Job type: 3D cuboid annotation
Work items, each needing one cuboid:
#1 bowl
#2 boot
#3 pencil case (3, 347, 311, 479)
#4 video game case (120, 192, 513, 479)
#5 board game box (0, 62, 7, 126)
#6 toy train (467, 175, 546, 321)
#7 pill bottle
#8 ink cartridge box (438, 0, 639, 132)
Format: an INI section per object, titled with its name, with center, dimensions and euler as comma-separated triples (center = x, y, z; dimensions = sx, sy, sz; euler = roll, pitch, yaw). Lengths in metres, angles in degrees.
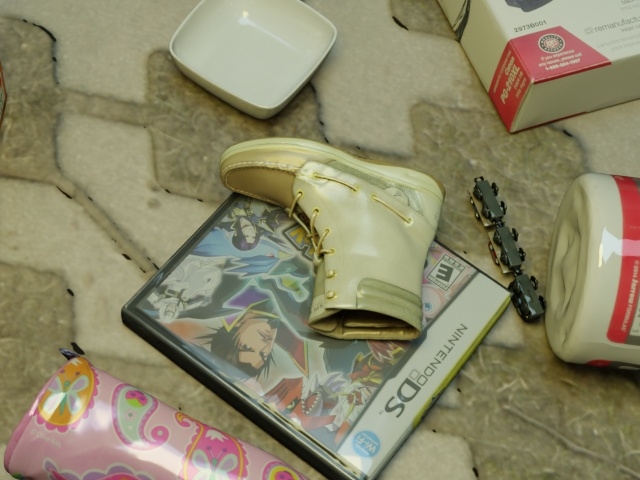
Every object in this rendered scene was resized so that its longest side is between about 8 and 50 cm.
[bowl]
center = -0.069, -0.193, 1.314
dimensions = 0.142, 0.053, 0.142
euler = 32, 63, 11
[boot]
center = 0.000, 0.000, 1.162
dimensions = 0.213, 0.077, 0.165
euler = 12, 62, -2
[pencil case]
center = -0.116, 0.202, 1.053
dimensions = 0.284, 0.124, 0.124
euler = 26, 61, 9
[video game case]
center = 0.000, 0.062, 1.189
dimensions = 0.275, 0.035, 0.248
euler = 35, 63, 13
[board game box]
center = -0.478, -0.090, 1.036
dimensions = 0.356, 0.356, 0.356
euler = 4, 61, -4
[toy train]
center = 0.179, 0.008, 1.240
dimensions = 0.027, 0.036, 0.158
euler = -13, 64, -13
[pill bottle]
center = 0.377, 0.042, 1.163
dimensions = 0.319, 0.176, 0.176
euler = 7, 60, -3
[ink cartridge box]
center = 0.235, -0.252, 1.354
dimensions = 0.172, 0.100, 0.237
euler = -16, 64, -16
